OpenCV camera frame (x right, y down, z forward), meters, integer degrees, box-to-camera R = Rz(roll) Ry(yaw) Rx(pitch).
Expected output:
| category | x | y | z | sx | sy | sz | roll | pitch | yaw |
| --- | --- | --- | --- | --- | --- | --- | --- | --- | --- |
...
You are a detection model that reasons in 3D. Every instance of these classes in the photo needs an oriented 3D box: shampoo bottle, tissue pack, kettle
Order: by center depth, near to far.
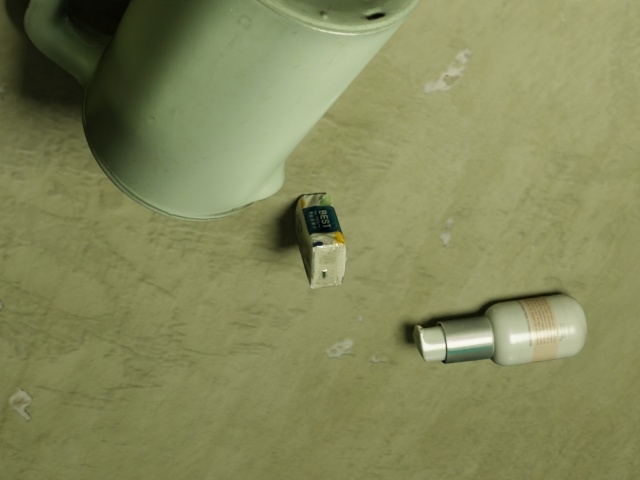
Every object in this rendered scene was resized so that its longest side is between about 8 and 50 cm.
| category | x | y | z | sx | sy | sz | roll | pitch | yaw |
| --- | --- | --- | --- | --- | --- | --- | --- | --- | --- |
| kettle | -0.093 | -0.180 | 1.476 | 0.265 | 0.205 | 0.318 | 8 | 149 | -22 |
| tissue pack | 0.000 | 0.000 | 1.796 | 0.042 | 0.083 | 0.062 | -8 | 131 | -9 |
| shampoo bottle | 0.201 | 0.107 | 1.958 | 0.192 | 0.074 | 0.074 | -9 | 132 | -11 |
